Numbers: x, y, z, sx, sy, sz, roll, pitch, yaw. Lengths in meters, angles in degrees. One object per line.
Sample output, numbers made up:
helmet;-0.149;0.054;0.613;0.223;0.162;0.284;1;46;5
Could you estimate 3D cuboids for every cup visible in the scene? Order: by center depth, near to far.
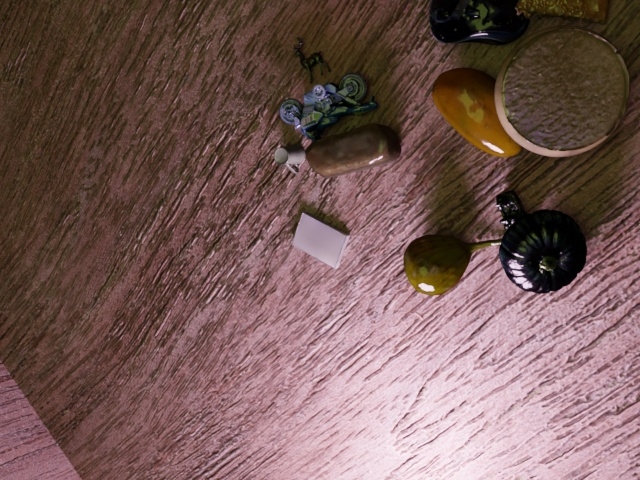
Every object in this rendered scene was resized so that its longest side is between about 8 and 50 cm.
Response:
cup;-0.086;-0.219;1.901;0.054;0.083;0.075;19;110;25

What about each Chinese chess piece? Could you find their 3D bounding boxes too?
Chinese chess piece;0.502;-0.310;1.480;0.270;0.112;0.270;1;95;10

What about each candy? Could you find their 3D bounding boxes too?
candy;0.082;-0.225;1.791;0.234;0.104;0.102;-13;87;31

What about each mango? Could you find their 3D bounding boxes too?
mango;0.364;-0.293;1.606;0.138;0.113;0.253;-45;82;16

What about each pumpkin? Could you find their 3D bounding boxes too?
pumpkin;0.492;0.025;1.565;0.194;0.194;0.150;-54;41;26

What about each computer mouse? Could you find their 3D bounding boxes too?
computer mouse;0.348;-0.506;1.586;0.233;0.096;0.137;3;101;29

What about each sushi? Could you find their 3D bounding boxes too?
sushi;0.437;-0.073;1.621;0.056;0.084;0.083;-18;88;31

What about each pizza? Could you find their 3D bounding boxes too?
pizza;0.502;-0.536;1.500;0.193;0.053;0.201;-13;98;11

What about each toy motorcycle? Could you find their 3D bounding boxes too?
toy motorcycle;0.019;-0.334;1.818;0.254;0.092;0.136;-19;98;22

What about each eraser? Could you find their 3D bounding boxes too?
eraser;0.000;0.000;1.926;0.150;0.023;0.104;29;112;23

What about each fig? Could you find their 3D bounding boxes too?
fig;0.321;0.025;1.691;0.259;0.151;0.151;-32;82;9

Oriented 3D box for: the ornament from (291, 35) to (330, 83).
ornament;-0.029;-0.480;1.852;0.073;0.028;0.125;-28;86;32
